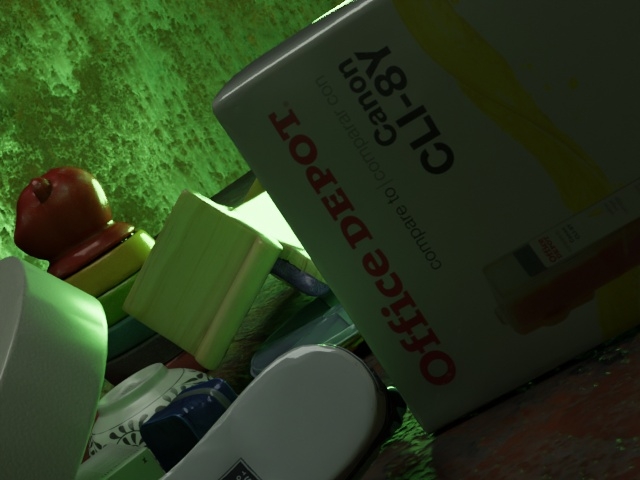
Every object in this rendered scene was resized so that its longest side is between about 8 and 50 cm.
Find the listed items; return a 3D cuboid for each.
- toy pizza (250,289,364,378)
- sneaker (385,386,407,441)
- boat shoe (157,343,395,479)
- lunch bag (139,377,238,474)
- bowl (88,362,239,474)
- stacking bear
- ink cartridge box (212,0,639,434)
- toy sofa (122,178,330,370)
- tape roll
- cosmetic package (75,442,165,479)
[{"bbox_3d":[0.021,0.079,1.244,0.201,0.032,0.201,-32,10,6],"label":"toy pizza"},{"bbox_3d":[0.012,0.139,0.931,0.098,0.038,0.069,-36,10,-24],"label":"sneaker"},{"bbox_3d":[-0.074,0.185,0.811,0.301,0.108,0.102,-45,-23,-1],"label":"boat shoe"},{"bbox_3d":[-0.102,0.162,1.105,0.065,0.067,0.098,-39,10,-37],"label":"lunch bag"},{"bbox_3d":[-0.160,0.168,1.226,0.170,0.080,0.170,-30,9,5],"label":"bowl"},{"bbox_3d":[-0.252,0.047,1.512,0.164,0.289,0.175,-30,9,15],"label":"stacking bear"},{"bbox_3d":[0.164,-0.087,0.874,0.384,0.279,0.160,-30,10,15],"label":"ink cartridge box"},{"bbox_3d":[-0.055,0.021,1.429,0.150,0.177,0.362,-59,-5,17],"label":"toy sofa"},{"bbox_3d":[-0.279,0.196,0.905,0.392,0.072,0.392,-46,26,30],"label":"tape roll"},{"bbox_3d":[-0.232,0.259,1.041,0.239,0.060,0.099,-37,9,-25],"label":"cosmetic package"}]
